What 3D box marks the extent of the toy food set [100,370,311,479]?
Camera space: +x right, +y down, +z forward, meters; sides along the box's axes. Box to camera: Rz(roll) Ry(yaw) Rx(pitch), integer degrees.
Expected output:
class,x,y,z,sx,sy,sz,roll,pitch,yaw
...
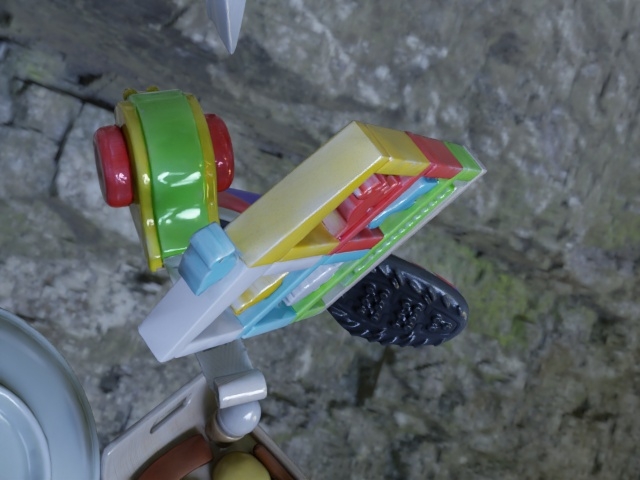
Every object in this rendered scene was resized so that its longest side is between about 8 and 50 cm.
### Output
class,x,y,z,sx,sy,sz,roll,pitch,yaw
toy food set,-0.072,0.293,1.004,0.306,0.220,0.092,45,129,7

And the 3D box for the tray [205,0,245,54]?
class,x,y,z,sx,sy,sz,roll,pitch,yaw
tray,-0.095,-0.334,0.947,0.030,0.270,0.145,3,138,2

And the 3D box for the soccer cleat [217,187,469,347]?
class,x,y,z,sx,sy,sz,roll,pitch,yaw
soccer cleat,0.006,0.016,0.931,0.318,0.116,0.109,17,126,-2

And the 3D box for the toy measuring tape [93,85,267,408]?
class,x,y,z,sx,sy,sz,roll,pitch,yaw
toy measuring tape,-0.110,-0.027,0.707,0.121,0.121,0.330,28,-155,-45

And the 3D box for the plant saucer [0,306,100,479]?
class,x,y,z,sx,sy,sz,roll,pitch,yaw
plant saucer,-0.389,0.241,0.891,0.400,0.400,0.100,25,154,-34

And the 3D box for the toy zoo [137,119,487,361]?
class,x,y,z,sx,sy,sz,roll,pitch,yaw
toy zoo,0.000,0.000,0.604,0.030,0.192,0.293,52,-160,13
